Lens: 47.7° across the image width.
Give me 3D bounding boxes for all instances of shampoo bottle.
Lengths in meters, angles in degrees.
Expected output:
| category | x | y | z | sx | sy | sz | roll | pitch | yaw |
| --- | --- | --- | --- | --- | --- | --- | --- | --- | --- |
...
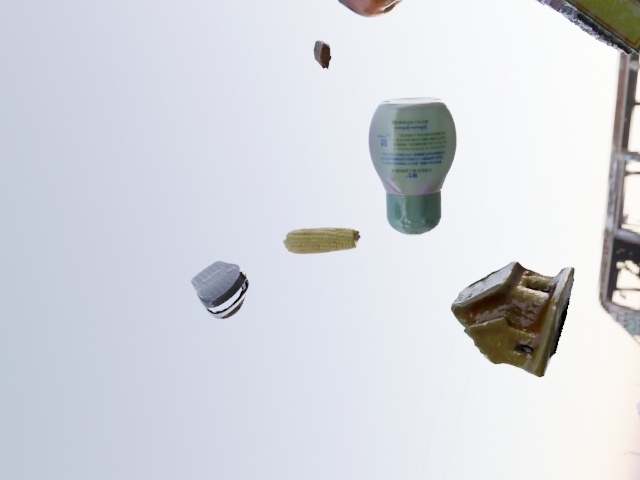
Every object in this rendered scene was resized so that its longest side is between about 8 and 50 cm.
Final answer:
| category | x | y | z | sx | sy | sz | roll | pitch | yaw |
| --- | --- | --- | --- | --- | --- | --- | --- | --- | --- |
| shampoo bottle | 0.235 | -0.182 | 1.838 | 0.151 | 0.222 | 0.349 | -67 | -25 | -71 |

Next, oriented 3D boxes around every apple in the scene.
| category | x | y | z | sx | sy | sz | roll | pitch | yaw |
| --- | --- | --- | --- | --- | --- | --- | --- | --- | --- |
| apple | 0.136 | -0.675 | 1.893 | 0.199 | 0.199 | 0.199 | -22 | -65 | -58 |

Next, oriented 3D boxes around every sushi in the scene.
| category | x | y | z | sx | sy | sz | roll | pitch | yaw |
| --- | --- | --- | --- | --- | --- | --- | --- | --- | --- |
| sushi | 0.009 | -0.527 | 2.035 | 0.047 | 0.050 | 0.099 | 13 | -115 | -34 |

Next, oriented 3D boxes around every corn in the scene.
| category | x | y | z | sx | sy | sz | roll | pitch | yaw |
| --- | --- | --- | --- | --- | --- | --- | --- | --- | --- |
| corn | 0.000 | 0.000 | 1.803 | 0.067 | 0.206 | 0.067 | -2 | -90 | -65 |

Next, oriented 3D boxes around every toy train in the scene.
| category | x | y | z | sx | sy | sz | roll | pitch | yaw |
| --- | --- | --- | --- | --- | --- | --- | --- | --- | --- |
| toy train | 0.470 | -0.430 | 1.186 | 0.261 | 0.134 | 0.177 | 23 | -67 | -25 |

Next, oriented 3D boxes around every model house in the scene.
| category | x | y | z | sx | sy | sz | roll | pitch | yaw |
| --- | --- | --- | --- | --- | --- | --- | --- | --- | --- |
| model house | 0.395 | 0.155 | 1.541 | 0.268 | 0.239 | 0.173 | -39 | -42 | -54 |

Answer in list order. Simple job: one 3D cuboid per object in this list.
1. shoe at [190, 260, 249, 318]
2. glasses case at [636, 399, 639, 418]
| category | x | y | z | sx | sy | sz | roll | pitch | yaw |
| --- | --- | --- | --- | --- | --- | --- | --- | --- | --- |
| shoe | -0.199 | 0.109 | 1.510 | 0.108 | 0.241 | 0.093 | -35 | -73 | -12 |
| glasses case | 0.749 | 0.361 | 1.537 | 0.297 | 0.113 | 0.075 | 27 | -133 | -74 |
